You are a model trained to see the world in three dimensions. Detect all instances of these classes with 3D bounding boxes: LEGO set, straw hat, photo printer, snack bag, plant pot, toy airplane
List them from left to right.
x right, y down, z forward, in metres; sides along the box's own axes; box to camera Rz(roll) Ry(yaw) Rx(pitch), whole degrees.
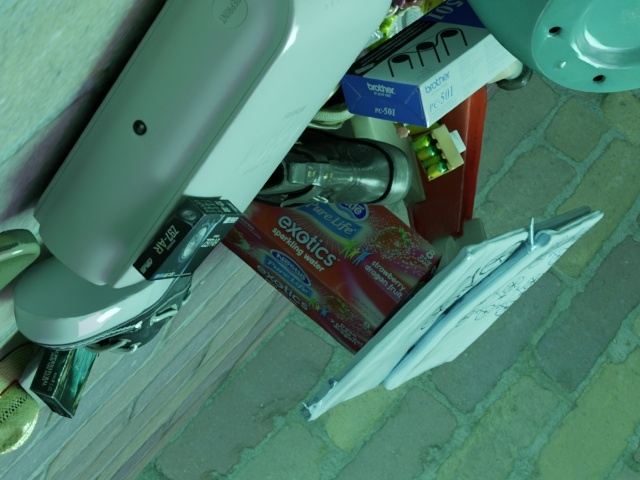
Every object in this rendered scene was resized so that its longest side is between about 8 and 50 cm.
[{"bbox_3d":[-0.313,0.175,1.310,0.144,0.061,0.144,-49,175,-6],"label":"straw hat"},{"bbox_3d":[-0.067,-0.123,1.041,0.307,0.107,0.256,-52,173,24],"label":"photo printer"},{"bbox_3d":[0.086,-0.202,1.342,0.107,0.132,0.287,-36,131,-75],"label":"LEGO set"},{"bbox_3d":[0.114,-0.102,1.740,0.384,0.272,0.386,-61,152,-48],"label":"toy airplane"},{"bbox_3d":[0.164,0.085,1.590,0.323,0.037,0.342,-47,162,30],"label":"snack bag"},{"bbox_3d":[0.238,-0.269,1.108,0.293,0.235,0.293,-8,148,-5],"label":"plant pot"}]

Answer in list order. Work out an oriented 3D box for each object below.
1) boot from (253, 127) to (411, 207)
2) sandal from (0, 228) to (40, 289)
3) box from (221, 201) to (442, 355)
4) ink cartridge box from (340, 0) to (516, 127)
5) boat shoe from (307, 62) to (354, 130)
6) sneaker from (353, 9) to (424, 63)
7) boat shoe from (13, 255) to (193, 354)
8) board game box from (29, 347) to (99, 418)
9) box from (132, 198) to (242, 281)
[{"bbox_3d":[-0.059,-0.078,1.354,0.229,0.263,0.091,-2,93,-48],"label":"boot"},{"bbox_3d":[-0.294,0.112,0.932,0.303,0.086,0.120,-50,174,3],"label":"sandal"},{"bbox_3d":[0.000,0.000,1.563,0.128,0.257,0.122,-45,169,-22],"label":"box"},{"bbox_3d":[0.122,-0.178,1.241,0.207,0.097,0.046,-38,127,-34],"label":"ink cartridge box"},{"bbox_3d":[-0.004,-0.154,1.356,0.109,0.098,0.302,-50,174,2],"label":"boat shoe"},{"bbox_3d":[0.153,-0.303,1.501,0.321,0.180,0.124,-16,145,-8],"label":"sneaker"},{"bbox_3d":[-0.184,0.056,1.199,0.301,0.108,0.102,-51,149,-70],"label":"boat shoe"},{"bbox_3d":[-0.248,0.108,1.339,0.186,0.026,0.126,107,2,-76],"label":"board game box"},{"bbox_3d":[-0.098,-0.001,0.990,0.067,0.018,0.083,-48,169,11],"label":"box"}]
